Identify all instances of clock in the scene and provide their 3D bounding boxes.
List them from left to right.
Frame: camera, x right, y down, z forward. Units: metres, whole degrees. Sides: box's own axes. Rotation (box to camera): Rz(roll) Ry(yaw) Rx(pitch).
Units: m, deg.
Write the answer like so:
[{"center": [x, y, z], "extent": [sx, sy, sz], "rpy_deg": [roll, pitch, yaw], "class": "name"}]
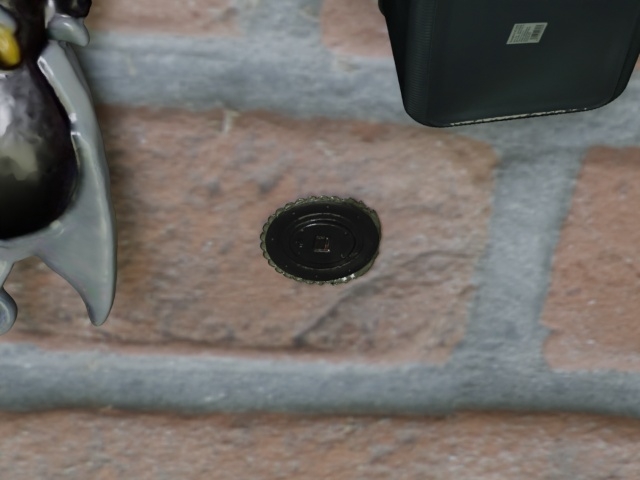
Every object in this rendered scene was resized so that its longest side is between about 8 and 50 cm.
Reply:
[{"center": [0.000, 0.000, 0.954], "extent": [0.083, 0.010, 0.074], "rpy_deg": [3, 125, -9], "class": "clock"}]

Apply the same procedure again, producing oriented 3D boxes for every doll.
[{"center": [-0.196, -0.086, 0.815], "extent": [0.145, 0.103, 0.316], "rpy_deg": [-5, 119, -21], "class": "doll"}]

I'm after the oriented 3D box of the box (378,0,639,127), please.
[{"center": [0.108, -0.146, 0.761], "extent": [0.144, 0.090, 0.201], "rpy_deg": [-7, 155, -3], "class": "box"}]
